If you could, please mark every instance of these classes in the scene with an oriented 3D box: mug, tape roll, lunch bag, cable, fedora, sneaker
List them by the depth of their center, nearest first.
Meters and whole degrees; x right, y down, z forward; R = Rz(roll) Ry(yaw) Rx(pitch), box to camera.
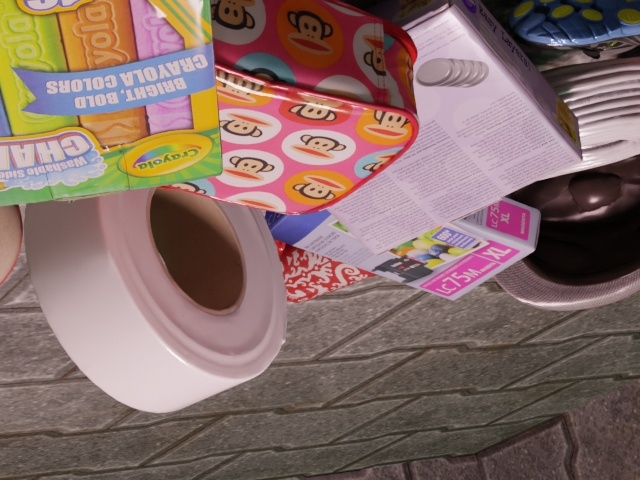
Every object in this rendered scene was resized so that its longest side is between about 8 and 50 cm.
[{"bbox_3d":[-0.085,-0.116,1.250,0.293,0.120,0.258,16,148,-27],"label":"lunch bag"},{"bbox_3d":[-0.155,0.022,1.429,0.100,0.286,0.286,-26,159,28],"label":"tape roll"},{"bbox_3d":[0.265,-0.207,1.431,0.188,0.067,0.078,-8,155,-29],"label":"sneaker"},{"bbox_3d":[0.276,-0.129,1.573,0.257,0.089,0.257,-7,172,-28],"label":"cable"},{"bbox_3d":[0.322,-0.049,1.779,0.275,0.244,0.124,-27,-171,10],"label":"fedora"},{"bbox_3d":[0.006,-0.004,1.819,0.169,0.150,0.113,-27,-165,44],"label":"mug"}]

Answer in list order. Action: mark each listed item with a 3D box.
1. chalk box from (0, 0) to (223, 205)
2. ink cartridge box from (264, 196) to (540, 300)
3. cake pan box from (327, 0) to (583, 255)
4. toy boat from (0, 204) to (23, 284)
[{"bbox_3d":[-0.158,-0.141,0.910,0.179,0.180,0.289,-8,148,-6],"label":"chalk box"},{"bbox_3d":[0.066,-0.028,1.636,0.311,0.065,0.186,21,151,-18],"label":"ink cartridge box"},{"bbox_3d":[0.082,-0.113,1.410,0.267,0.070,0.246,-26,130,28],"label":"cake pan box"},{"bbox_3d":[-0.410,-0.006,1.428,0.231,0.151,0.151,-11,-168,-9],"label":"toy boat"}]
